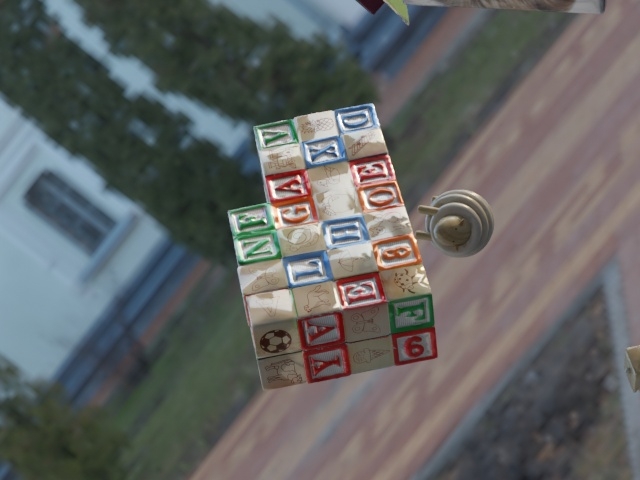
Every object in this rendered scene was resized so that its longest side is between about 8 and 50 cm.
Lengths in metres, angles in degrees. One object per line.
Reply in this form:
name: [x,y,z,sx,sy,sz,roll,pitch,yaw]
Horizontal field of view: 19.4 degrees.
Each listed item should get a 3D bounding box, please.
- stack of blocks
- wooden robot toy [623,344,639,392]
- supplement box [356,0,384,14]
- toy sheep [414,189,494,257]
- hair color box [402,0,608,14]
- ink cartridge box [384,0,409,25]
stack of blocks: [0.000,0.000,1.837,0.297,0.171,0.087,-103,4,-48]
wooden robot toy: [0.334,0.101,1.560,0.173,0.076,0.079,-23,-38,-17]
supplement box: [0.035,-0.397,2.479,0.104,0.081,0.188,-47,49,4]
toy sheep: [0.165,-0.021,2.238,0.091,0.091,0.132,-49,-4,26]
hair color box: [0.142,-0.351,1.454,0.105,0.173,0.347,-65,-27,-47]
ink cartridge box: [0.033,-0.378,2.206,0.056,0.171,0.235,-18,59,26]
